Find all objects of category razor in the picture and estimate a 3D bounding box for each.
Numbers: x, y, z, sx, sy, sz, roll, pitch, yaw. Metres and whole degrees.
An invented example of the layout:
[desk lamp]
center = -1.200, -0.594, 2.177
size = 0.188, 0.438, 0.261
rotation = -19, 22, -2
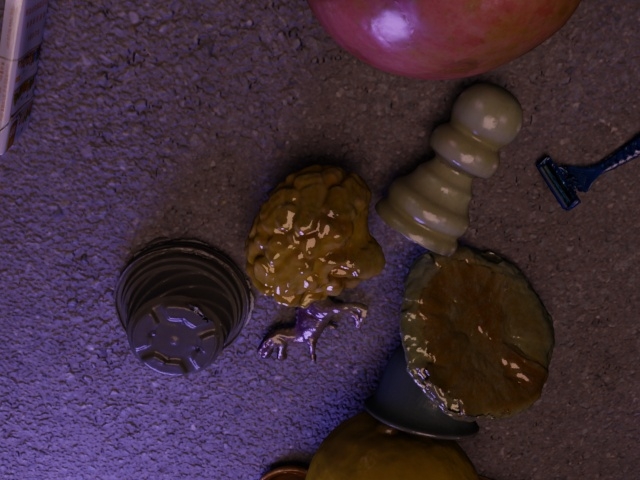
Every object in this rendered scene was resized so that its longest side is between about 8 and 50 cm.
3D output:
[razor]
center = 0.499, -0.158, 1.240
size = 0.324, 0.093, 0.056
rotation = -30, 155, 8

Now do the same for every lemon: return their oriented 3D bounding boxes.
[lemon]
center = 0.124, 0.462, 1.388
size = 0.347, 0.348, 0.348
rotation = -1, 118, -2

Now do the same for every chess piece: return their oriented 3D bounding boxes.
[chess piece]
center = 0.206, -0.118, 1.205
size = 0.144, 0.144, 0.251
rotation = 27, 107, -16

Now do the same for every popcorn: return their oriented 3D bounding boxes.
[popcorn]
center = 0.000, 0.000, 1.205
size = 0.203, 0.200, 0.226
rotation = 36, 73, 2

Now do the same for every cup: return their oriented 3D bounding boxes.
[cup]
center = 0.185, 0.231, 1.368
size = 0.199, 0.199, 0.150
rotation = 10, 95, -8

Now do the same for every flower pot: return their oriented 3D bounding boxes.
[flower pot]
center = -0.226, 0.126, 1.299
size = 0.235, 0.140, 0.236
rotation = -2, 117, -4

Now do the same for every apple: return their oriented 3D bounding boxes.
[apple]
center = 0.153, -0.367, 0.947
size = 0.363, 0.364, 0.364
rotation = -1, 118, -2

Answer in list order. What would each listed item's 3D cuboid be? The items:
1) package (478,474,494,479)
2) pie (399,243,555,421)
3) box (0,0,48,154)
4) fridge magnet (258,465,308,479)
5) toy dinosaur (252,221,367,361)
[package]
center = 0.284, 0.630, 1.571
size = 0.221, 0.165, 0.311
rotation = 21, 114, -13
[pie]
center = 0.253, 0.152, 1.298
size = 0.306, 0.071, 0.307
rotation = 5, 74, -19
[box]
center = -0.416, -0.240, 1.106
size = 0.032, 0.122, 0.220
rotation = 15, 116, -9
[fridge magnet]
center = -0.059, 0.493, 1.539
size = 0.143, 0.063, 0.143
rotation = 0, 114, -1
[toy dinosaur]
center = -0.021, 0.101, 1.336
size = 0.199, 0.072, 0.251
rotation = 6, 126, 3
